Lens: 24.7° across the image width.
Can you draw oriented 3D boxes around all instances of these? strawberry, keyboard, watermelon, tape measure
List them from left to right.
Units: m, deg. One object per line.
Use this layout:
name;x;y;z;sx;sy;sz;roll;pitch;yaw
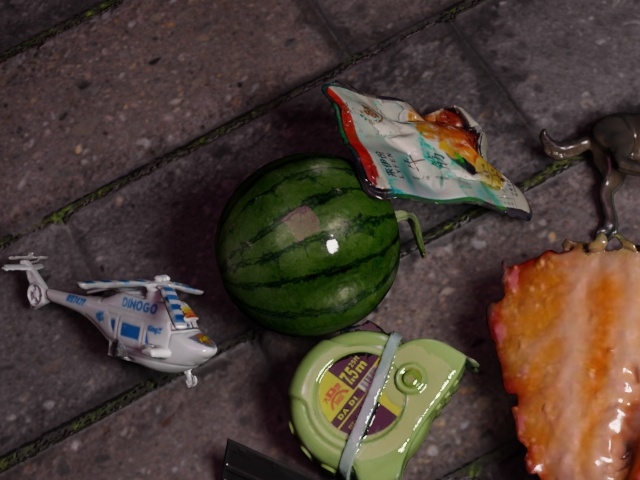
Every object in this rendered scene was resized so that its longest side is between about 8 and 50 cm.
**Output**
keyboard;-0.011;0.254;1.408;0.198;0.063;0.010;21;25;21
watermelon;0.000;0.000;1.470;0.215;0.188;0.188;-19;59;-8
tape measure;0.045;0.161;1.428;0.154;0.087;0.177;30;74;12
strawberry;0.311;0.127;1.371;0.253;0.150;0.280;-23;59;21

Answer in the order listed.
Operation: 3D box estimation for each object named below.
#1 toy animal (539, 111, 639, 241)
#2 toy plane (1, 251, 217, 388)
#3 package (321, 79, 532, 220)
toy animal;0.354;-0.092;1.532;0.233;0.084;0.148;-13;48;5
toy plane;-0.223;0.078;1.507;0.273;0.182;0.107;9;95;16
package;0.116;-0.093;1.509;0.040;0.232;0.166;-51;45;32
